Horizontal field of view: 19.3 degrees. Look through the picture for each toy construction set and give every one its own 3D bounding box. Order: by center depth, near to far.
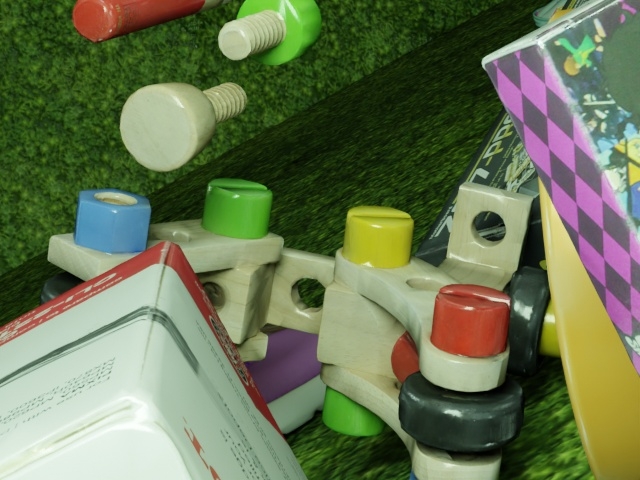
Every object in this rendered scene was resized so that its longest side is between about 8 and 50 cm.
[{"bbox_3d":[0.000,0.000,0.971,0.257,0.309,0.237,-12,10,28],"label":"toy construction set"}]

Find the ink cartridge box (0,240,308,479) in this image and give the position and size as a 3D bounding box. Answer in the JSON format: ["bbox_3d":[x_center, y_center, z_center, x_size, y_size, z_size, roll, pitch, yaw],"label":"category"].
[{"bbox_3d":[-0.056,0.128,0.650,0.114,0.197,0.273,-28,9,1],"label":"ink cartridge box"}]

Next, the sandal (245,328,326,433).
[{"bbox_3d":[-0.165,0.114,1.203,0.416,0.102,0.169,-20,14,-13],"label":"sandal"}]

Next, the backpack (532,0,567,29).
[{"bbox_3d":[0.299,-0.223,1.802,0.188,0.144,0.166,-31,15,-9],"label":"backpack"}]

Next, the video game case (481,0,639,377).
[{"bbox_3d":[0.188,-0.002,0.592,0.210,0.232,0.042,-31,8,-23],"label":"video game case"}]

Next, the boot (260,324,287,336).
[{"bbox_3d":[-0.017,0.063,1.399,0.114,0.037,0.106,-22,23,44],"label":"boot"}]

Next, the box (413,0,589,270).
[{"bbox_3d":[0.250,-0.138,1.100,0.318,0.097,0.395,-16,37,59],"label":"box"}]

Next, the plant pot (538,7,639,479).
[{"bbox_3d":[0.199,-0.004,0.751,0.188,0.205,0.205,-7,15,17],"label":"plant pot"}]
